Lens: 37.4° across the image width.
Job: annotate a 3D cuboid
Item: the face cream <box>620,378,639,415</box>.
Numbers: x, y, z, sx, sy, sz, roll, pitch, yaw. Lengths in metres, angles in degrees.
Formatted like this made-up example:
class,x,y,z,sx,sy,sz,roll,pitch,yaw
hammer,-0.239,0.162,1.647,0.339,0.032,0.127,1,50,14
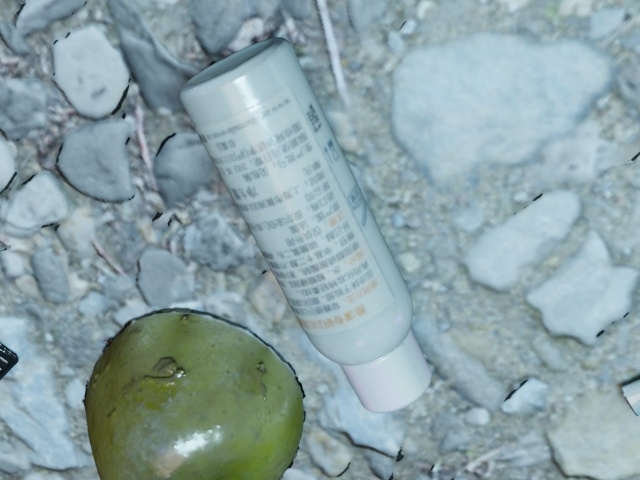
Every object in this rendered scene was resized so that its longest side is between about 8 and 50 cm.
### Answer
class,x,y,z,sx,sy,sz,roll,pitch,yaw
face cream,0.271,0.091,0.667,0.115,0.020,0.038,-30,106,19

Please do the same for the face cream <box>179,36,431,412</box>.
class,x,y,z,sx,sy,sz,roll,pitch,yaw
face cream,0.000,0.000,0.639,0.082,0.082,0.269,-19,111,19

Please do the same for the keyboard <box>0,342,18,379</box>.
class,x,y,z,sx,sy,sz,roll,pitch,yaw
keyboard,-0.349,0.146,0.809,0.072,0.023,0.231,43,116,-14

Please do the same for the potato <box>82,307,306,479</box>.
class,x,y,z,sx,sy,sz,roll,pitch,yaw
potato,-0.110,0.166,0.725,0.182,0.117,0.202,27,117,-6
